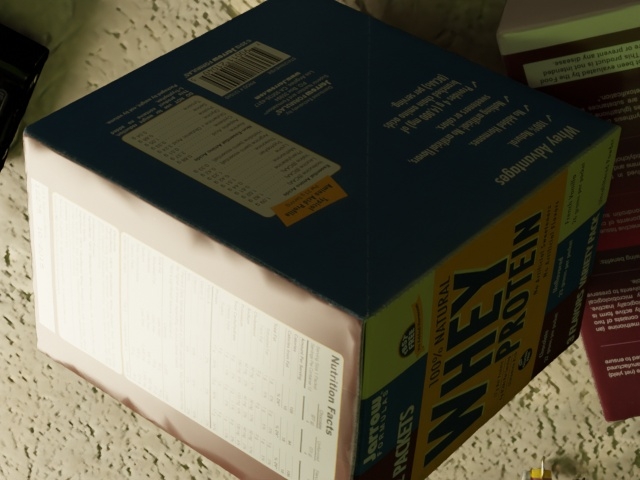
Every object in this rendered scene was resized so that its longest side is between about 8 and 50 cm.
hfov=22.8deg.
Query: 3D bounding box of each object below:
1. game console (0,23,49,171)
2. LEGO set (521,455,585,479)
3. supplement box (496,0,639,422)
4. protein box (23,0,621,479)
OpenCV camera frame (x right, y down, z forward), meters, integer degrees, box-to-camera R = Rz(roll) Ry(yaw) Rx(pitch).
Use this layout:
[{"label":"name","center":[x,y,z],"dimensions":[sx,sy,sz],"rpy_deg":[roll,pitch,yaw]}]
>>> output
[{"label":"game console","center":[-0.231,-0.185,0.852],"dimensions":[0.213,0.044,0.361],"rpy_deg":[27,122,-3]},{"label":"LEGO set","center":[0.206,0.291,0.902],"dimensions":[0.331,0.255,0.192],"rpy_deg":[21,151,14]},{"label":"supplement box","center":[0.186,-0.027,0.826],"dimensions":[0.130,0.073,0.239],"rpy_deg":[-10,117,19]},{"label":"protein box","center":[0.000,0.000,0.768],"dimensions":[0.201,0.200,0.136],"rpy_deg":[28,134,28]}]
